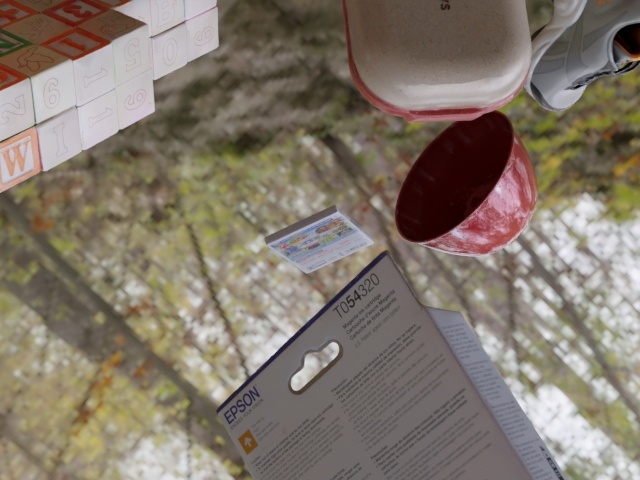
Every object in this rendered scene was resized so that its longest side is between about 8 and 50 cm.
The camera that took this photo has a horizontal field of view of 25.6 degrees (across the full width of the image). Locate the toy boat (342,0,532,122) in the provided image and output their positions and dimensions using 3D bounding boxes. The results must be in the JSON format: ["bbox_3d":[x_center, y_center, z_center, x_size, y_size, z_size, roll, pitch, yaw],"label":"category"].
[{"bbox_3d":[0.084,-0.198,1.176,0.151,0.151,0.231,123,-36,-71],"label":"toy boat"}]

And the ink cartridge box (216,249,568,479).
[{"bbox_3d":[0.071,0.231,1.498,0.324,0.071,0.330,-44,-115,33],"label":"ink cartridge box"}]

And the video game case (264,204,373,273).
[{"bbox_3d":[0.000,0.000,1.540,0.087,0.122,0.011,-24,-113,13],"label":"video game case"}]

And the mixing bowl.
[{"bbox_3d":[0.184,-0.051,1.626,0.181,0.098,0.181,-37,-148,29],"label":"mixing bowl"}]

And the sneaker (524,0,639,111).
[{"bbox_3d":[0.290,-0.206,1.504,0.100,0.108,0.271,-33,163,-19],"label":"sneaker"}]

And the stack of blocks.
[{"bbox_3d":[-0.220,-0.166,1.211,0.171,0.087,0.297,25,-139,31],"label":"stack of blocks"}]
